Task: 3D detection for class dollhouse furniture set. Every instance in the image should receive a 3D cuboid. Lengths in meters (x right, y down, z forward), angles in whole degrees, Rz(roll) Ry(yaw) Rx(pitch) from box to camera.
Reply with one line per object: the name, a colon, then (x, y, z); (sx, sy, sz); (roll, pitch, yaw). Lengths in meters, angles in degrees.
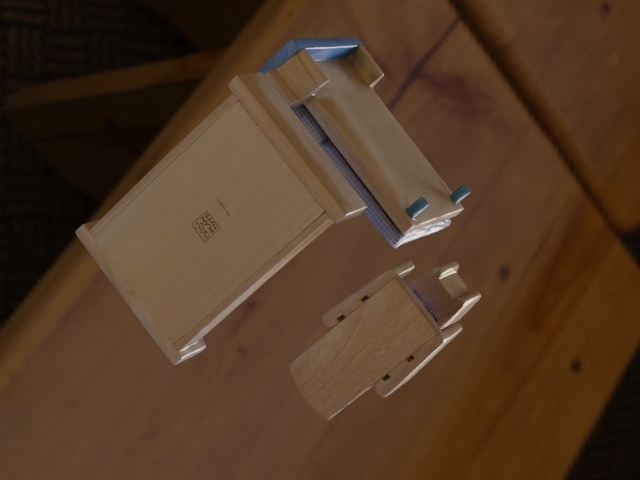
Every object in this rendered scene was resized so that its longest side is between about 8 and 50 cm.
dollhouse furniture set: (0.000, 0.000, 1.315); (0.286, 0.198, 0.303); (53, 25, 7)
